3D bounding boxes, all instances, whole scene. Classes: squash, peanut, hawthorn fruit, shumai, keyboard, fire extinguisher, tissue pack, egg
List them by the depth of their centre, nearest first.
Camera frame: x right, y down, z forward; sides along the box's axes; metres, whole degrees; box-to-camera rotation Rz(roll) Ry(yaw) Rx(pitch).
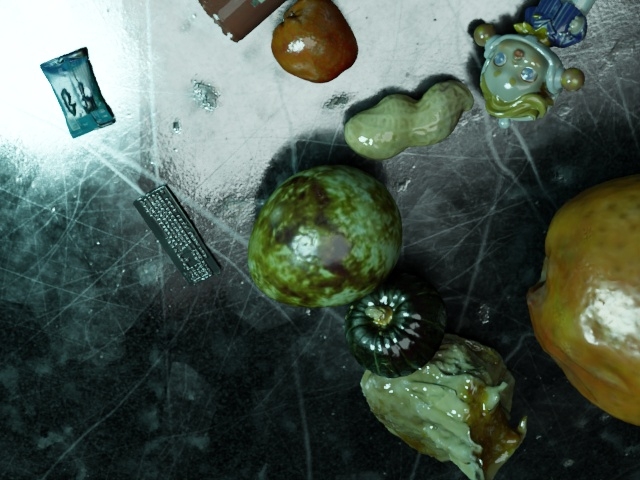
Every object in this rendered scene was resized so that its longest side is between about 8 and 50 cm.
[{"bbox_3d":[-0.039,-0.447,1.317,0.337,0.147,0.106,-39,111,14],"label":"fire extinguisher"},{"bbox_3d":[-0.010,-0.316,1.386,0.138,0.133,0.133,33,108,-18],"label":"hawthorn fruit"},{"bbox_3d":[0.579,0.098,1.440,0.472,0.472,0.471,-1,113,-2],"label":"hawthorn fruit"},{"bbox_3d":[-0.411,-0.247,1.452,0.085,0.028,0.138,-18,109,6],"label":"tissue pack"},{"bbox_3d":[0.000,0.000,1.458,0.289,0.238,0.238,-28,111,21],"label":"egg"},{"bbox_3d":[0.152,-0.203,1.460,0.228,0.085,0.104,-16,94,4],"label":"peanut"},{"bbox_3d":[0.136,0.152,1.558,0.193,0.193,0.156,-7,153,1],"label":"squash"},{"bbox_3d":[-0.261,-0.004,1.564,0.074,0.015,0.196,-27,111,9],"label":"keyboard"},{"bbox_3d":[0.232,0.334,1.595,0.314,0.262,0.267,16,110,-7],"label":"shumai"}]

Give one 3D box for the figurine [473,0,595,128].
[{"bbox_3d":[0.351,-0.325,1.405,0.194,0.133,0.274,11,89,27],"label":"figurine"}]
